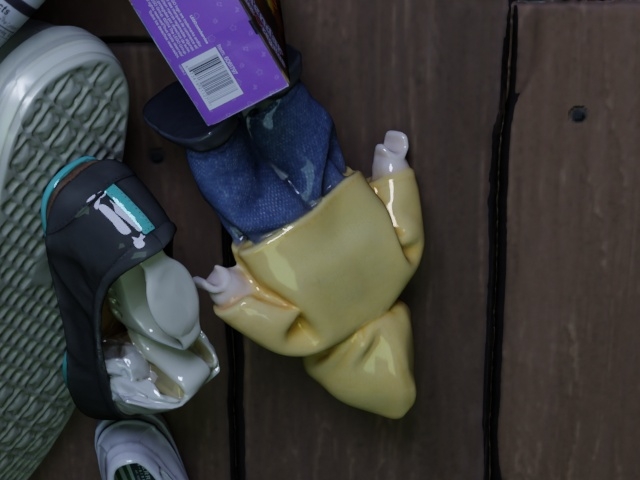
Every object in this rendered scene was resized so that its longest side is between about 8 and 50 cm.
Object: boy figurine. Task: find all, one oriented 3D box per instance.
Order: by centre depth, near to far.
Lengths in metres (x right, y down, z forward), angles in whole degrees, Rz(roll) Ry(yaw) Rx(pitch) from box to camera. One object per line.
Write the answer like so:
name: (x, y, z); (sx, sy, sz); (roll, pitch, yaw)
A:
boy figurine: (0.000, 0.000, 1.234); (0.177, 0.092, 0.285); (-43, 127, -17)

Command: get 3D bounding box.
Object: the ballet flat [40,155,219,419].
ballet flat: (-0.121, 0.058, 1.203); (0.096, 0.095, 0.280); (34, 156, 22)

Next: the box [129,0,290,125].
box: (-0.111, -0.232, 1.039); (0.057, 0.201, 0.293); (-26, 118, 10)

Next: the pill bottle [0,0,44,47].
pill bottle: (-0.220, -0.144, 1.040); (0.193, 0.108, 0.108); (-45, 113, 3)

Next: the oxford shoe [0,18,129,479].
oxford shoe: (-0.234, 0.031, 1.235); (0.130, 0.169, 0.449); (34, 129, 23)

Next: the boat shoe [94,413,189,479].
boat shoe: (-0.116, 0.228, 1.375); (0.083, 0.076, 0.226); (-20, 119, 9)
